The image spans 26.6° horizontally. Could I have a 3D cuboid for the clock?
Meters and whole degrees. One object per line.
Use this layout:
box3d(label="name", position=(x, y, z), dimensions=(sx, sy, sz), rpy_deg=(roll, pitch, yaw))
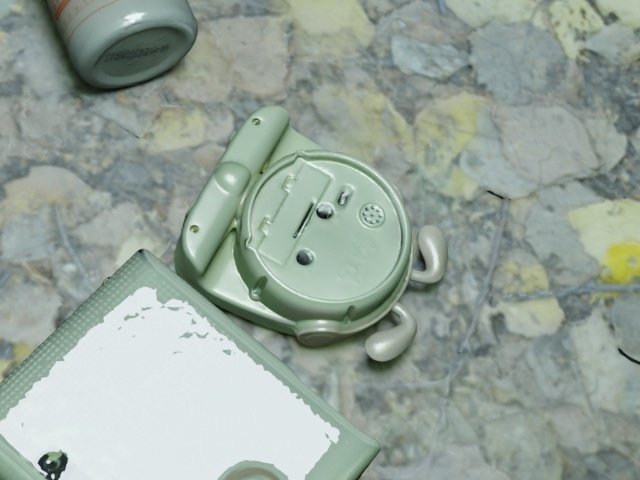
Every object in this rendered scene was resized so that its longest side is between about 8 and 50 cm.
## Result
box3d(label="clock", position=(0.000, 0.000, 1.006), dimensions=(0.191, 0.062, 0.151), rpy_deg=(28, 64, -1))

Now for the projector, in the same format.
box3d(label="projector", position=(-0.091, 0.153, 0.866), dimensions=(0.242, 0.163, 0.177), rpy_deg=(40, 65, 10))

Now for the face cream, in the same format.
box3d(label="face cream", position=(-0.185, -0.247, 1.049), dimensions=(0.101, 0.101, 0.251), rpy_deg=(-19, 73, -20))
